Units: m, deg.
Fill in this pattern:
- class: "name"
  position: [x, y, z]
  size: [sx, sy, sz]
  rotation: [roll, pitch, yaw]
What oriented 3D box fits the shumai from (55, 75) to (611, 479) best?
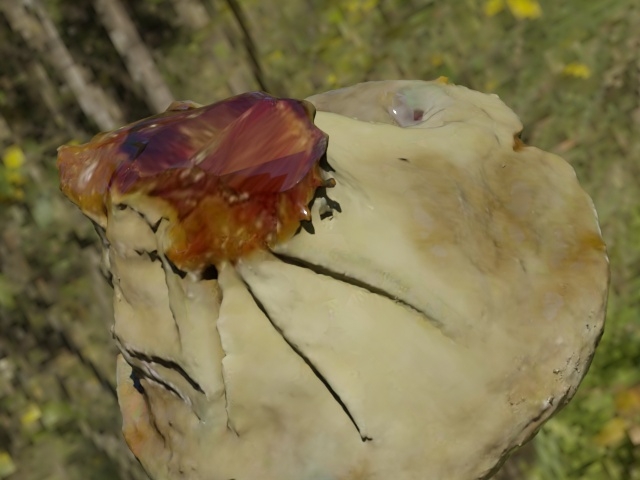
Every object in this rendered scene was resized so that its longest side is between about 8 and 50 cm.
- class: "shumai"
  position: [0.000, 0.000, 0.689]
  size: [0.201, 0.201, 0.120]
  rotation: [-29, -36, -2]
